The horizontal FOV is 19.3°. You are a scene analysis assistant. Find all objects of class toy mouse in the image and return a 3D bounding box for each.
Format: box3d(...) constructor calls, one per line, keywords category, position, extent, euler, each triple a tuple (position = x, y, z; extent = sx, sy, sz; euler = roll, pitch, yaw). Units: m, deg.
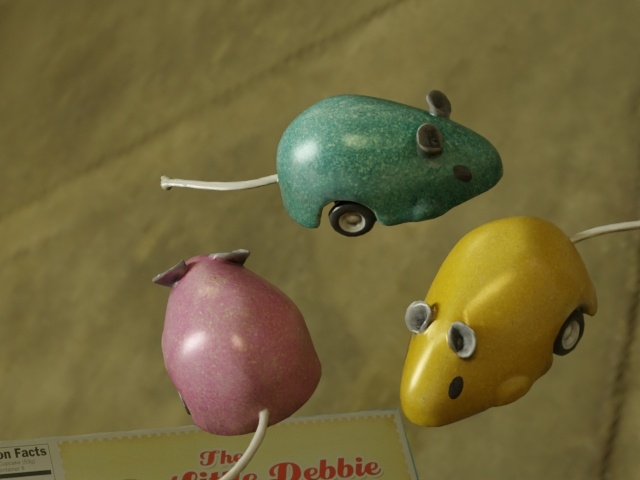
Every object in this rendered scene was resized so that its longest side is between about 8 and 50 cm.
box3d(category="toy mouse", position=(0.000, 0.000, 0.504), extent=(0.161, 0.031, 0.143), euler=(-39, 48, -22))

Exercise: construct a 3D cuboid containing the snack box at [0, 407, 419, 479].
box3d(category="snack box", position=(-0.082, 0.193, 0.988), extent=(0.060, 0.322, 0.187), euler=(-46, 52, 53))
